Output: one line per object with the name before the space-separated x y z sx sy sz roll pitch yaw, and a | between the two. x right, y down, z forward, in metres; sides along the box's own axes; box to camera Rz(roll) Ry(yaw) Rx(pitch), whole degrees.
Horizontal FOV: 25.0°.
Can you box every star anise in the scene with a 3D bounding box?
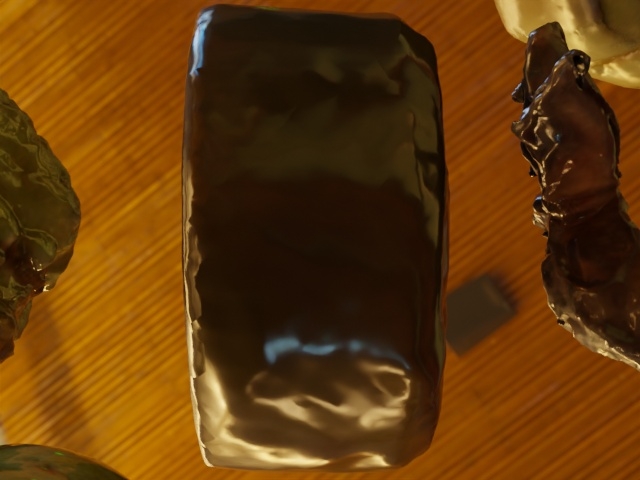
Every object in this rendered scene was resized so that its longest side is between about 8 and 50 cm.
star anise | 0.148 -0.024 0.842 0.172 0.063 0.208 -83 -23 -74

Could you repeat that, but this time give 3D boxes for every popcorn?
popcorn | -0.311 -0.006 1.198 0.225 0.173 0.286 0 -103 -31

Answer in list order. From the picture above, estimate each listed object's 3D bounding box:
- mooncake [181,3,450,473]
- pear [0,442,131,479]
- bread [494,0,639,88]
mooncake | 0.000 0.000 0.883 0.284 0.155 0.284 179 90 -88
pear | -0.162 0.234 0.608 0.304 0.304 0.304 50 -171 -11
bread | 0.247 -0.299 1.230 0.210 0.300 0.341 15 141 57
